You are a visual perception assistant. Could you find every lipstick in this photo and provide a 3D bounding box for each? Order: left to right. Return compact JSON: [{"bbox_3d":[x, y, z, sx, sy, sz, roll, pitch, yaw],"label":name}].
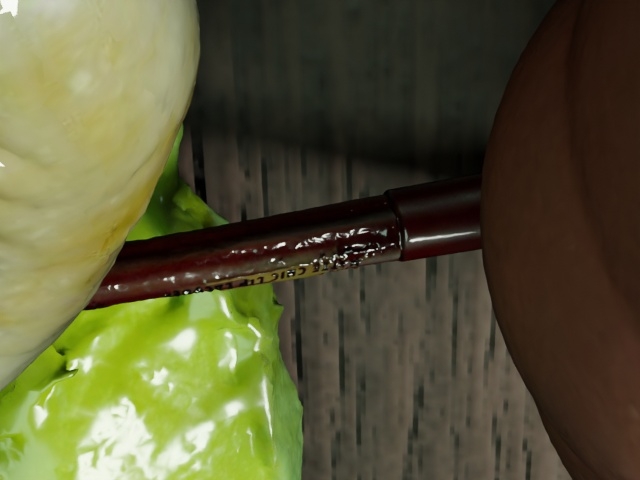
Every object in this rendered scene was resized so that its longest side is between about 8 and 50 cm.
[{"bbox_3d":[0.000,0.000,0.618,0.176,0.027,0.027,-10,129,-13],"label":"lipstick"}]

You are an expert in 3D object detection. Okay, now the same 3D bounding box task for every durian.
[{"bbox_3d":[-0.076,0.072,0.684,0.139,0.101,0.250,-30,125,-18],"label":"durian"}]

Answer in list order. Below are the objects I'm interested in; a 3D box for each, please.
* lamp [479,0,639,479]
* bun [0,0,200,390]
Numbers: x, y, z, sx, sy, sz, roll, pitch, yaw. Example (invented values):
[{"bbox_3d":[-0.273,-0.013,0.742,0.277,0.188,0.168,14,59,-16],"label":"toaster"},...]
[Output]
[{"bbox_3d":[0.192,0.011,0.482,0.305,0.239,0.305,-2,152,-1],"label":"lamp"},{"bbox_3d":[-0.213,-0.083,0.504,0.365,0.219,0.365,-4,139,-3],"label":"bun"}]
